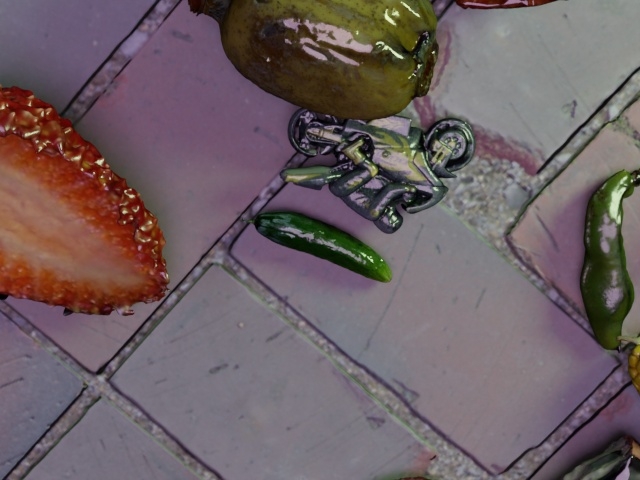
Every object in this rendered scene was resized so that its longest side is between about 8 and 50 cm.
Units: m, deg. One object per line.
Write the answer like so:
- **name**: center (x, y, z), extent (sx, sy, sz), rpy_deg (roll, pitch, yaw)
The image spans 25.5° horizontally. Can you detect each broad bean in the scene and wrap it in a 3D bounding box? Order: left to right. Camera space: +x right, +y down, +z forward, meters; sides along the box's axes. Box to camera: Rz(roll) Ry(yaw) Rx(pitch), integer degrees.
- **broad bean**: center (0.291, 0.020, 1.431), extent (0.061, 0.046, 0.195), rpy_deg (4, 102, -14)

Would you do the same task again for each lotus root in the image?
- **lotus root**: center (-0.020, -0.209, 1.346), extent (0.278, 0.154, 0.154), rpy_deg (20, 104, -2)

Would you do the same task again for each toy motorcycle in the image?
- **toy motorcycle**: center (0.056, -0.069, 1.415), extent (0.193, 0.061, 0.124), rpy_deg (5, 97, -6)

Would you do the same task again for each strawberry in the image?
- **strawberry**: center (-0.294, -0.040, 1.427), extent (0.233, 0.137, 0.306), rpy_deg (-31, 127, 29)

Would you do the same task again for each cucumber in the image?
- **cucumber**: center (0.000, 0.000, 1.448), extent (0.168, 0.039, 0.039), rpy_deg (23, 104, -5)

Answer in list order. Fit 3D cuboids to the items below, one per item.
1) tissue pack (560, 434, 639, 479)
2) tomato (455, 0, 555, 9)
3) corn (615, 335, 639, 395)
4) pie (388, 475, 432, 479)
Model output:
- **tissue pack**: center (0.344, 0.389, 1.480), extent (0.245, 0.123, 0.332), rpy_deg (-42, 98, 14)
- **tomato**: center (0.179, -0.330, 1.327), extent (0.228, 0.101, 0.227), rpy_deg (3, 108, 10)
- **corn**: center (0.414, 0.207, 1.424), extent (0.101, 0.101, 0.310), rpy_deg (-36, 86, 11)
- **pie**: center (0.086, 0.323, 1.524), extent (0.154, 0.038, 0.153), rpy_deg (0, 103, 0)
